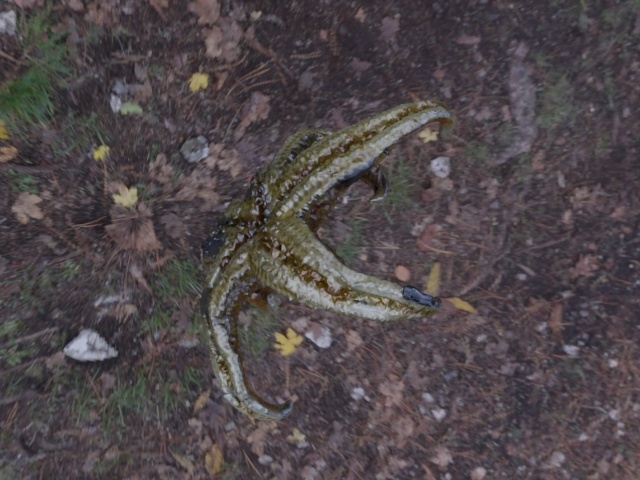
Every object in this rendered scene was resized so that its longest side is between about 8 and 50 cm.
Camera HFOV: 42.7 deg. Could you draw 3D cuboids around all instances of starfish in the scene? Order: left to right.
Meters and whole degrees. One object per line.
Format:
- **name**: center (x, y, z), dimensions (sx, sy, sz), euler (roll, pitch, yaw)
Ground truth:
- **starfish**: center (0.002, 0.000, 0.446), dimensions (0.074, 0.146, 0.190), euler (32, 111, -32)
